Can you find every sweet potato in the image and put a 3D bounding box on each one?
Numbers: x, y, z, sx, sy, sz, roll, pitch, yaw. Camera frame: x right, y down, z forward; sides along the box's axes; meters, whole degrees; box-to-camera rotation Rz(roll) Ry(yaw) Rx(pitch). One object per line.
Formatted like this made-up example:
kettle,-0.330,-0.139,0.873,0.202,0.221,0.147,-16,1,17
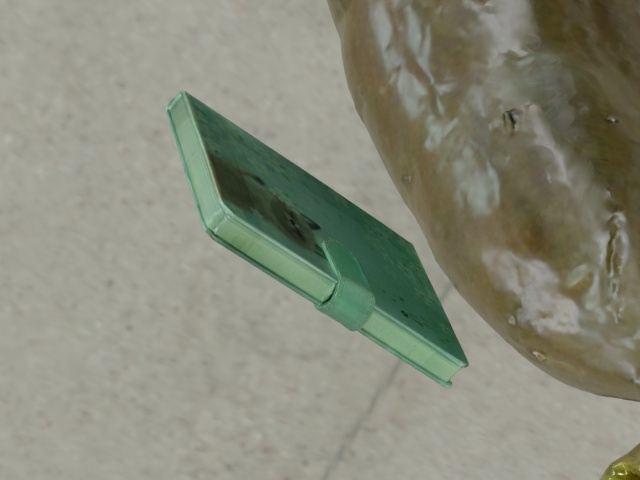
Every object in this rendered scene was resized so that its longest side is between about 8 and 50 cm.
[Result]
sweet potato,0.103,-0.055,0.959,0.158,0.158,0.370,-24,67,18

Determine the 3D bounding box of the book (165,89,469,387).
book,0.000,0.000,0.775,0.017,0.135,0.103,-47,31,16

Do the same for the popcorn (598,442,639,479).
popcorn,0.282,0.225,1.343,0.237,0.206,0.251,-20,37,36
